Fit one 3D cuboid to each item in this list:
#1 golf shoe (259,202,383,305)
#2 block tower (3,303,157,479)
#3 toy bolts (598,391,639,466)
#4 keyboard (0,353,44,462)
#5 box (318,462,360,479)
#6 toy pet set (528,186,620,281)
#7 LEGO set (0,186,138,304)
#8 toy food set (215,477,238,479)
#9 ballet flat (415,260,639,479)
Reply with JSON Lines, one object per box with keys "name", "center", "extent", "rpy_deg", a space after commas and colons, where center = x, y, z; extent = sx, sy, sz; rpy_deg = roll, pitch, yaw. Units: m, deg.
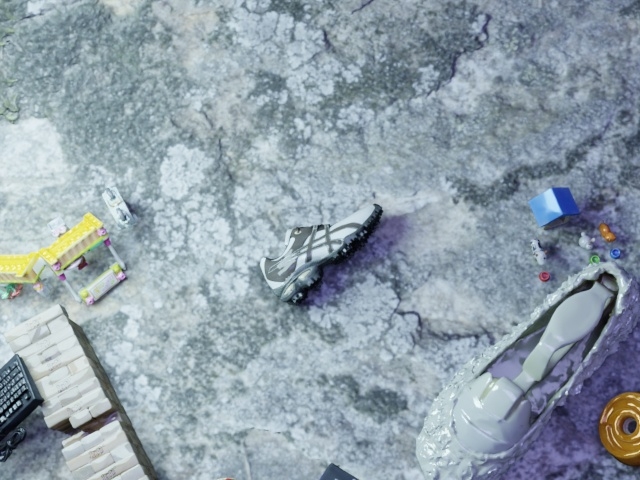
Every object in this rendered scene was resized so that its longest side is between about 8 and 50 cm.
{"name": "golf shoe", "center": [0.000, 0.000, 1.630], "extent": [0.198, 0.077, 0.094], "rpy_deg": [-41, 74, -9]}
{"name": "block tower", "center": [-0.314, 0.257, 1.569], "extent": [0.091, 0.097, 0.335], "rpy_deg": [-29, 75, -4]}
{"name": "toy bolts", "center": [0.513, 0.232, 1.518], "extent": [0.218, 0.158, 0.228], "rpy_deg": [14, 83, 50]}
{"name": "keyboard", "center": [-0.444, 0.245, 1.567], "extent": [0.180, 0.023, 0.108], "rpy_deg": [-41, 71, 29]}
{"name": "box", "center": [-0.007, 0.437, 1.394], "extent": [0.143, 0.165, 0.270], "rpy_deg": [30, 44, 12]}
{"name": "toy pet set", "center": [0.352, -0.017, 1.613], "extent": [0.122, 0.065, 0.114], "rpy_deg": [-19, 73, -2]}
{"name": "LEGO set", "center": [-0.390, 0.041, 1.655], "extent": [0.287, 0.107, 0.132], "rpy_deg": [-26, 38, 1]}
{"name": "toy food set", "center": [-0.130, 0.366, 1.558], "extent": [0.082, 0.020, 0.083], "rpy_deg": [-21, 73, -2]}
{"name": "ballet flat", "center": [0.274, 0.174, 1.528], "extent": [0.147, 0.147, 0.409], "rpy_deg": [41, 81, 14]}
